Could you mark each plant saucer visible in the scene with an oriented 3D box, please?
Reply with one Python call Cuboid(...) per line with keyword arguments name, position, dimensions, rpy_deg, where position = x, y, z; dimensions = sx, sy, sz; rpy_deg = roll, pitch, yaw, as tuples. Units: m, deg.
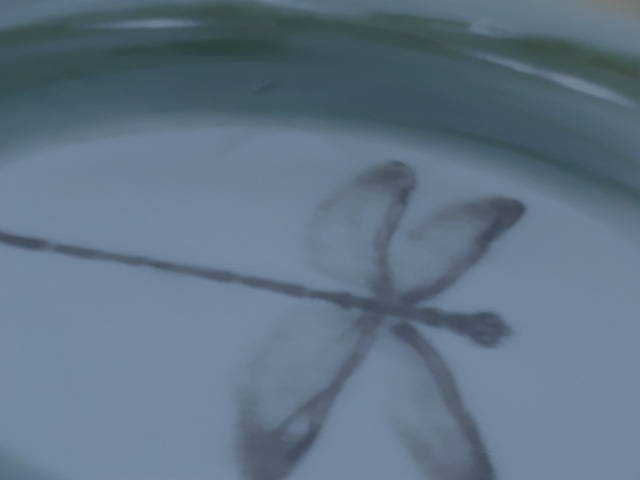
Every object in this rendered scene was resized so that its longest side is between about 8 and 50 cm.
Cuboid(name="plant saucer", position=(0.000, 0.000, 0.437), dimensions=(0.400, 0.400, 0.100), rpy_deg=(22, -61, 25))
